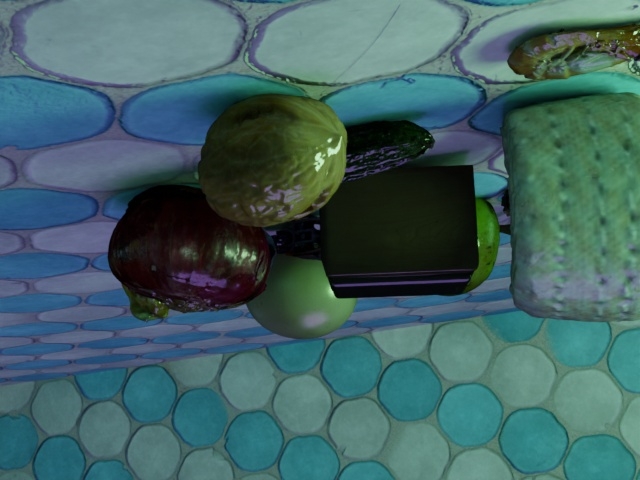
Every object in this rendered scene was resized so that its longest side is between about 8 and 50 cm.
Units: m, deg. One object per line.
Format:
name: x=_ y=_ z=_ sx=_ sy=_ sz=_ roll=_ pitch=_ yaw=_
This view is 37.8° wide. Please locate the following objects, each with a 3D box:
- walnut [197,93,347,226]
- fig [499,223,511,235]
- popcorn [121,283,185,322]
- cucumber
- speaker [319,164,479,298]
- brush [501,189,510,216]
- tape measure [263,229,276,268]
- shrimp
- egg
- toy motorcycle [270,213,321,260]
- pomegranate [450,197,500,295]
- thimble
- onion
walnut: x=-0.051 y=-0.095 z=1.084 sx=0.184 sy=0.155 sz=0.155 roll=-13 pitch=166 yaw=29
fig: x=0.399 y=-0.031 z=1.733 sx=0.151 sy=0.151 sz=0.259 roll=7 pitch=-171 yaw=-45
popcorn: x=-0.292 y=0.071 z=1.720 sx=0.173 sy=0.142 sz=0.173 roll=-12 pitch=179 yaw=0
cucumber: x=0.017 y=-0.109 z=1.232 sx=0.265 sy=0.077 sz=0.077 roll=-15 pitch=165 yaw=24
speaker: x=0.117 y=-0.015 z=1.431 sx=0.230 sy=0.193 sz=0.153 roll=-3 pitch=168 yaw=3
brush: x=0.400 y=-0.091 z=1.551 sx=0.036 sy=0.043 sz=0.248 roll=4 pitch=164 yaw=-42
tape measure: x=-0.173 y=0.018 z=1.613 sx=0.200 sy=0.106 sz=0.175 roll=7 pitch=176 yaw=-39
shrimp: x=0.294 y=-0.205 z=1.005 sx=0.184 sy=0.043 sz=0.091 roll=-8 pitch=164 yaw=10
egg: x=-0.043 y=0.101 z=1.842 sx=0.253 sy=0.189 sz=0.188 roll=-10 pitch=168 yaw=41
toy motorcycle: x=0.000 y=0.000 z=1.667 sx=0.212 sy=0.084 sz=0.118 roll=-7 pitch=171 yaw=39
pomegranate: x=0.220 y=0.013 z=1.668 sx=0.189 sy=0.159 sz=0.241 roll=-14 pitch=160 yaw=28
thimble: x=0.334 y=-0.045 z=1.206 sx=0.195 sy=0.292 sz=0.291 roll=-2 pitch=168 yaw=9
onion: x=-0.193 y=0.012 z=1.392 sx=0.246 sy=0.190 sz=0.246 roll=13 pitch=163 yaw=4
